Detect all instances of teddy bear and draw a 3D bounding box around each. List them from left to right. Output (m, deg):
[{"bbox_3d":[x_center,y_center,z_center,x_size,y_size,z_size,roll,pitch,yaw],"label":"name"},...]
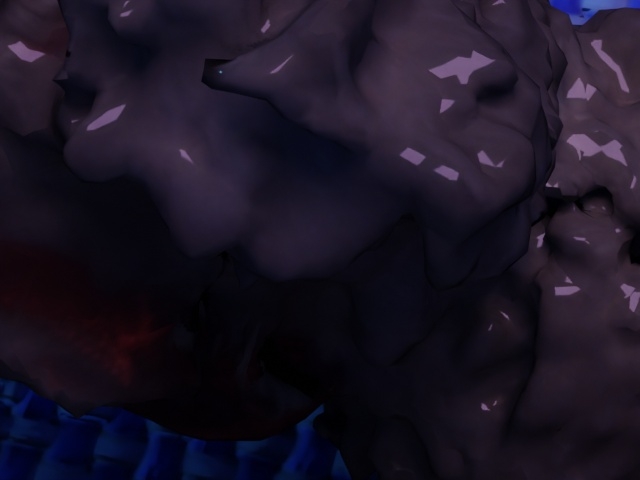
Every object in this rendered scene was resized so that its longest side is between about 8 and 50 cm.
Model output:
[{"bbox_3d":[0.000,0.000,0.526,0.367,0.357,0.224,29,85,-5],"label":"teddy bear"}]
